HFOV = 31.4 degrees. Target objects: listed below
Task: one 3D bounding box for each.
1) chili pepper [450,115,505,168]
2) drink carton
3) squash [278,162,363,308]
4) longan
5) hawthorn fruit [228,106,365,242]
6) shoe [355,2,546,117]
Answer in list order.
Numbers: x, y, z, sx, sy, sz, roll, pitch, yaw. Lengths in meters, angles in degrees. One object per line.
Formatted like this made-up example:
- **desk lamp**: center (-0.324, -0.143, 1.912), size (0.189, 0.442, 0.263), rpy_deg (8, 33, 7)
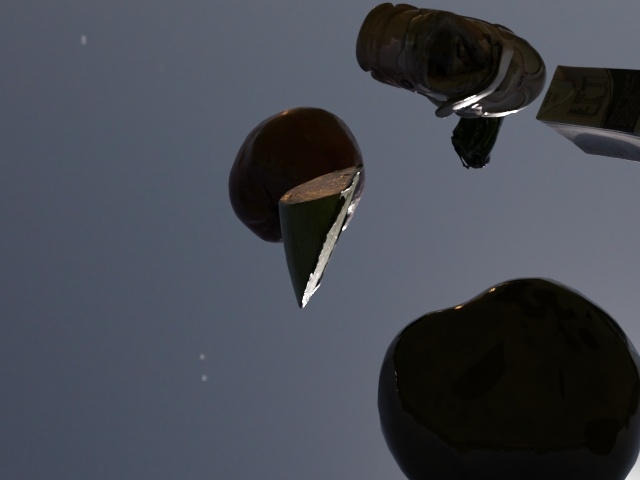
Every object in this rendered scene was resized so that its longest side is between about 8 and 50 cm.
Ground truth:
- **chili pepper**: center (0.328, -0.236, 2.200), size (0.062, 0.216, 0.108), rpy_deg (15, -166, -38)
- **drink carton**: center (0.449, -0.185, 1.691), size (0.134, 0.102, 0.222), rpy_deg (24, 176, -35)
- **squash**: center (-0.021, -0.012, 1.447), size (0.085, 0.184, 0.192), rpy_deg (23, -163, 5)
- **longan**: center (0.291, 0.246, 1.713), size (0.404, 0.405, 0.336), rpy_deg (13, -173, 12)
- **hawthorn fruit**: center (-0.046, -0.126, 2.204), size (0.284, 0.284, 0.284), rpy_deg (4, -149, -3)
- **shoe**: center (0.244, -0.286, 1.897), size (0.351, 0.172, 0.198), rpy_deg (7, -168, -23)
